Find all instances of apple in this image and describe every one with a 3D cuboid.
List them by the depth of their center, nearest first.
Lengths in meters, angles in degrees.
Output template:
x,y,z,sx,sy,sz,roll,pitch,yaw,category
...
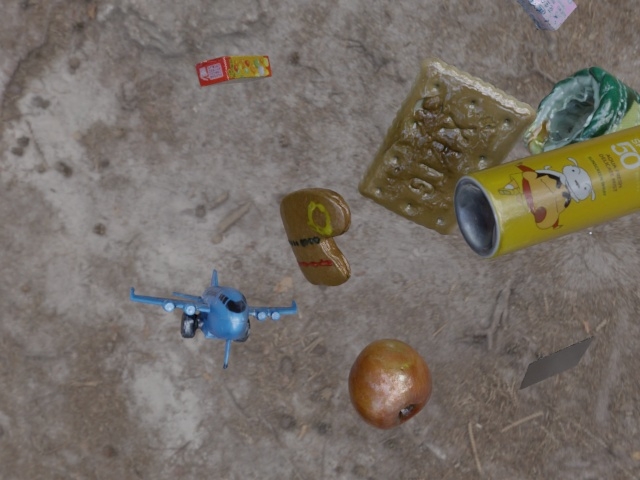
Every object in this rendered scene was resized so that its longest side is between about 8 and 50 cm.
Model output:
x,y,z,sx,sy,sz,roll,pitch,yaw,category
0.190,0.408,1.822,0.253,0.253,0.253,0,91,23,apple

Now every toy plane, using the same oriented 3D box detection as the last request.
x,y,z,sx,sy,sz,roll,pitch,yaw,category
-0.146,0.105,0.924,0.254,0.271,0.105,7,98,-17,toy plane

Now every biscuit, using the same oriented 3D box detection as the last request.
x,y,z,sx,sy,sz,roll,pitch,yaw,category
0.214,-0.154,1.143,0.217,0.044,0.325,28,134,-1,biscuit
-0.001,0.001,1.595,0.262,0.052,0.277,8,121,52,biscuit

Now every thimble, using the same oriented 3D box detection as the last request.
x,y,z,sx,sy,sz,roll,pitch,yaw,category
0.677,-0.298,1.649,0.288,0.167,0.254,-39,36,42,thimble

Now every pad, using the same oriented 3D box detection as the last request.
x,y,z,sx,sy,sz,roll,pitch,yaw,category
0.382,0.202,1.034,0.112,0.157,0.003,-23,60,-2,pad

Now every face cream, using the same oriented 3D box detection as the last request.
x,y,z,sx,sy,sz,roll,pitch,yaw,category
0.339,-0.073,0.766,0.349,0.105,0.105,-16,83,-14,face cream

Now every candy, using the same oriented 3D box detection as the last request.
x,y,z,sx,sy,sz,roll,pitch,yaw,category
-0.140,-0.277,1.033,0.062,0.122,0.038,-4,102,33,candy
0.566,-0.616,1.618,0.092,0.160,0.073,-52,28,4,candy
